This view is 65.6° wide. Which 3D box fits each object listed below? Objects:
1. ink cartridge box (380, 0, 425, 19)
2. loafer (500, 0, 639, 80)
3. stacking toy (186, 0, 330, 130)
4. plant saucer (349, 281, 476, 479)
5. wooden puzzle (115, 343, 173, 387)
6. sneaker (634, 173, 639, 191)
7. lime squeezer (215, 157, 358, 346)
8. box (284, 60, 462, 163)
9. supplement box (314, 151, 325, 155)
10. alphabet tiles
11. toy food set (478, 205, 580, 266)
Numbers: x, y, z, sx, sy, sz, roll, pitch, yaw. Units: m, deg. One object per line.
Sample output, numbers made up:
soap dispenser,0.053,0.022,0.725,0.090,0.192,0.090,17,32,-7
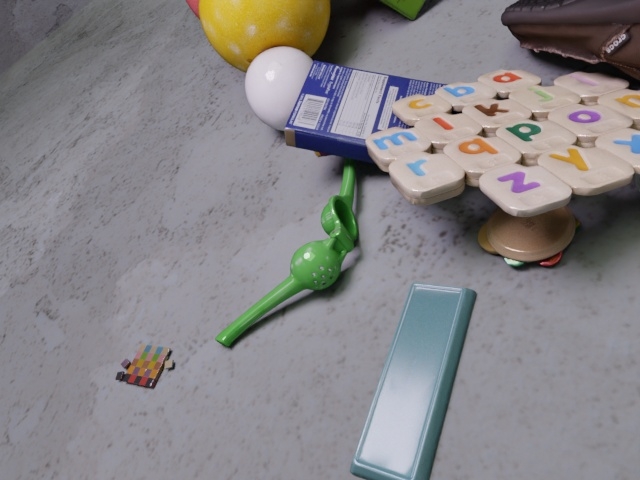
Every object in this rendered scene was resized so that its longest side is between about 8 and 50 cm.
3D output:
ink cartridge box,0.148,-0.527,0.817,0.255,0.097,0.188,-59,38,25
loafer,0.325,-0.218,0.517,0.134,0.130,0.366,-34,27,2
stacking toy,-0.101,-0.390,0.804,0.351,0.351,0.479,-16,71,18
plant saucer,0.084,0.119,0.444,0.067,0.018,0.192,4,55,33
wooden puzzle,-0.208,0.150,0.597,0.083,0.006,0.049,0,53,31
sneaker,0.345,-0.050,0.412,0.134,0.051,0.070,27,67,40
lime squeezer,0.000,0.000,0.582,0.310,0.059,0.110,-58,19,-21
box,0.082,-0.155,0.625,0.225,0.036,0.136,13,57,9
supplement box,0.028,-0.156,0.692,0.083,0.043,0.055,-3,52,29
alphabet tiles,0.197,-0.112,0.506,0.284,0.021,0.278,-18,36,-6
toy food set,0.203,-0.010,0.481,0.083,0.020,0.082,-42,45,-9
